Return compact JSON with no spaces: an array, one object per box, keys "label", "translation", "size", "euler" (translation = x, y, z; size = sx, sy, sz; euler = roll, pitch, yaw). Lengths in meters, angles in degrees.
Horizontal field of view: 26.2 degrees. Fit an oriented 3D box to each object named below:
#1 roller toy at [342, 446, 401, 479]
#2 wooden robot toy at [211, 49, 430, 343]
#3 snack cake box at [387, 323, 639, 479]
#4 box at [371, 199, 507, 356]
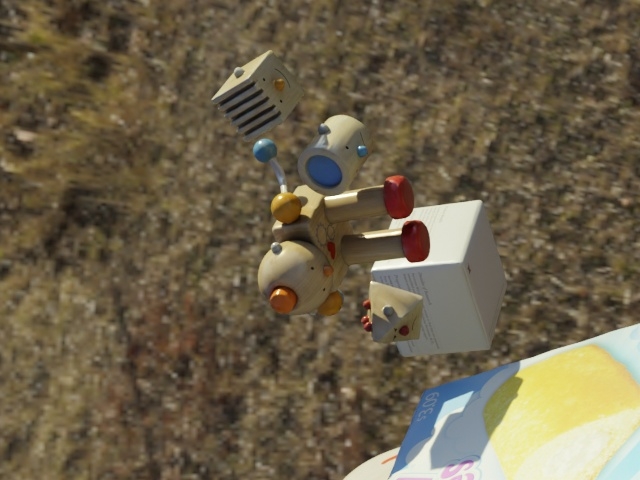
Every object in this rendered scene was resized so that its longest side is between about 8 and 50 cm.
[{"label":"roller toy","translation":[0.099,0.230,0.988],"size":[0.209,0.191,0.146],"euler":[-6,107,4]},{"label":"wooden robot toy","translation":[0.000,0.000,0.658],"size":[0.076,0.079,0.173],"euler":[-7,121,32]},{"label":"snack cake box","translation":[0.089,0.149,0.538],"size":[0.152,0.264,0.089],"euler":[-21,112,30]},{"label":"box","translation":[0.110,0.034,1.240],"size":[0.087,0.101,0.102],"euler":[-7,122,24]}]
